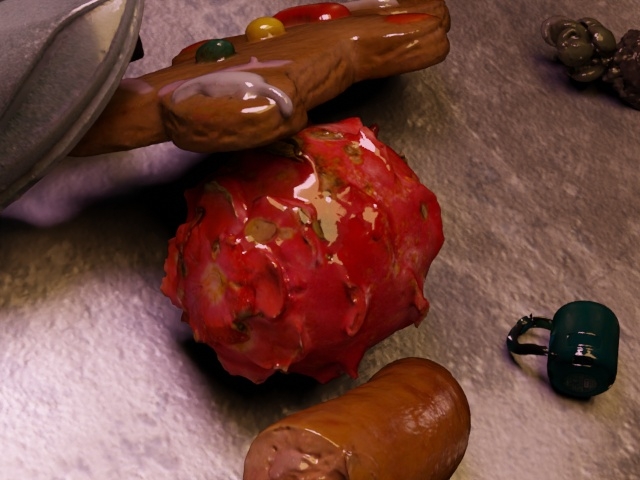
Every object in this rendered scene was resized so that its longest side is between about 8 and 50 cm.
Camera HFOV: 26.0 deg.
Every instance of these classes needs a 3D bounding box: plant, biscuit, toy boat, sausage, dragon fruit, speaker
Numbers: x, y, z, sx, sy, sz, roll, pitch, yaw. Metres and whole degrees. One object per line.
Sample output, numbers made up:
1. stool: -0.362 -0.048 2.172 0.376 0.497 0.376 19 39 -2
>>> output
1. plant: 0.308 -0.188 1.429 0.174 0.087 0.085 13 22 -16
2. biscuit: -0.033 -0.163 1.179 0.283 0.064 0.432 0 20 37
3. toy boat: -0.258 -0.088 1.042 0.319 0.092 0.141 -37 67 10
4. sausage: 0.044 0.147 1.011 0.109 0.109 0.270 43 19 13
5. dragon fruit: 0.000 0.000 1.109 0.210 0.205 0.268 32 43 9
6. speaker: 0.212 0.088 1.202 0.094 0.060 0.075 18 51 -6

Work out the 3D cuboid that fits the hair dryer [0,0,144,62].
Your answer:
1. hair dryer: -0.297 -0.223 1.205 0.244 0.116 0.302 -18 41 -1
